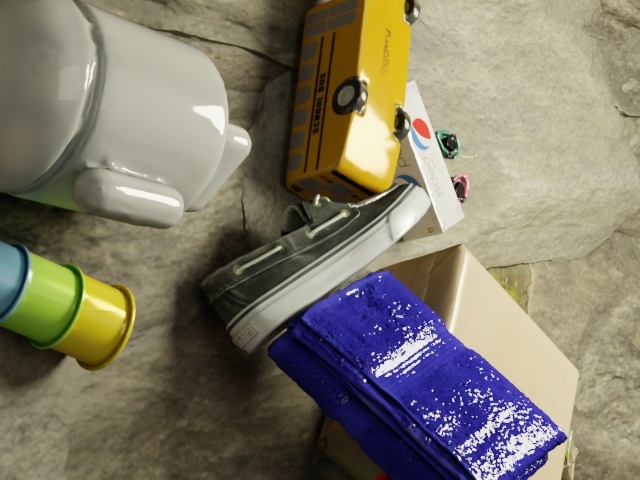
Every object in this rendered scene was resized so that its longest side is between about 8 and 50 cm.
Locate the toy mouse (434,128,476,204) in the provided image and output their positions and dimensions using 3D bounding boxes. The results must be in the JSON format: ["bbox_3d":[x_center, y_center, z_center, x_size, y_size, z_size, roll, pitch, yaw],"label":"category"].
[{"bbox_3d":[0.191,-0.110,1.851,0.143,0.031,0.161,-31,104,-49],"label":"toy mouse"}]

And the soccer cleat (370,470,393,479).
[{"bbox_3d":[0.034,0.359,1.401,0.318,0.108,0.116,-44,114,-11],"label":"soccer cleat"}]

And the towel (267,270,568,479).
[{"bbox_3d":[0.118,0.169,1.395,0.308,0.076,0.227,43,43,17],"label":"towel"}]

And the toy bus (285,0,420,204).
[{"bbox_3d":[0.043,-0.216,1.625,0.108,0.130,0.333,28,59,-42],"label":"toy bus"}]

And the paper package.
[{"bbox_3d":[0.184,0.222,1.643,0.325,0.168,0.309,45,49,-32],"label":"paper package"}]

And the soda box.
[{"bbox_3d":[0.126,-0.113,1.740,0.069,0.074,0.216,-31,103,-50],"label":"soda box"}]

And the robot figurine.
[{"bbox_3d":[-0.233,-0.128,1.210,0.353,0.200,0.300,16,31,-47],"label":"robot figurine"}]

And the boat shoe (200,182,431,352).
[{"bbox_3d":[0.000,0.000,1.476,0.335,0.121,0.119,-35,84,-35],"label":"boat shoe"}]

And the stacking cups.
[{"bbox_3d":[-0.324,0.025,1.154,0.316,0.096,0.096,32,57,-38],"label":"stacking cups"}]

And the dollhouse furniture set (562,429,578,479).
[{"bbox_3d":[0.370,0.324,1.952,0.152,0.058,0.076,68,28,-42],"label":"dollhouse furniture set"}]
